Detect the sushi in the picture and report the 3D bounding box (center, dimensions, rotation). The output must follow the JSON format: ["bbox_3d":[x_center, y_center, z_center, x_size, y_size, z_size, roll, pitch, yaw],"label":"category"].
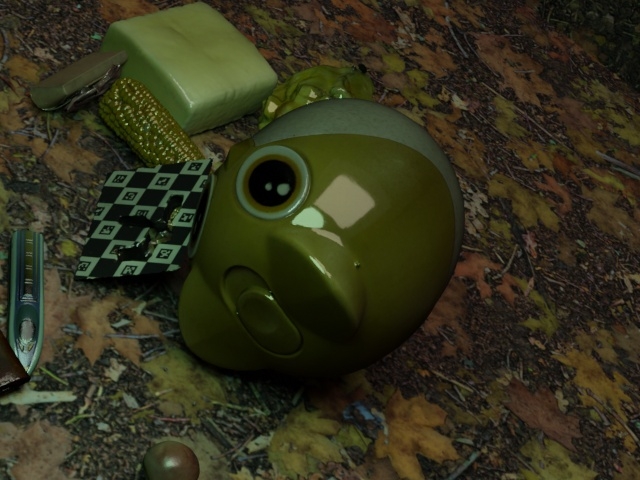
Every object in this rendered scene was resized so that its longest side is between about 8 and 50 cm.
[{"bbox_3d":[-0.279,-0.022,1.909,0.192,0.043,0.279,-7,40,11],"label":"sushi"}]

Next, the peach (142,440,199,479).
[{"bbox_3d":[-0.205,0.315,1.607,0.083,0.083,0.083,20,40,-17],"label":"peach"}]

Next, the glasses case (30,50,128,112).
[{"bbox_3d":[-0.408,-0.275,2.075,0.102,0.070,0.193,1,28,30],"label":"glasses case"}]

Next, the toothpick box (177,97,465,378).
[{"bbox_3d":[0.000,0.000,1.823,0.409,0.409,0.425,36,43,4],"label":"toothpick box"}]

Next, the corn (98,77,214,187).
[{"bbox_3d":[-0.273,-0.164,2.056,0.313,0.102,0.102,46,39,15],"label":"corn"}]

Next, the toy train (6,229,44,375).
[{"bbox_3d":[-0.429,0.092,1.712,0.055,0.048,0.252,10,44,-24],"label":"toy train"}]

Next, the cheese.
[{"bbox_3d":[-0.251,-0.327,2.231,0.242,0.124,0.265,42,38,17],"label":"cheese"}]

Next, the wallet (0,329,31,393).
[{"bbox_3d":[-0.520,0.121,1.627,0.137,0.031,0.255,-17,58,-40],"label":"wallet"}]

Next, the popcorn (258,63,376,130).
[{"bbox_3d":[0.011,-0.229,2.243,0.252,0.215,0.286,24,35,-2],"label":"popcorn"}]
